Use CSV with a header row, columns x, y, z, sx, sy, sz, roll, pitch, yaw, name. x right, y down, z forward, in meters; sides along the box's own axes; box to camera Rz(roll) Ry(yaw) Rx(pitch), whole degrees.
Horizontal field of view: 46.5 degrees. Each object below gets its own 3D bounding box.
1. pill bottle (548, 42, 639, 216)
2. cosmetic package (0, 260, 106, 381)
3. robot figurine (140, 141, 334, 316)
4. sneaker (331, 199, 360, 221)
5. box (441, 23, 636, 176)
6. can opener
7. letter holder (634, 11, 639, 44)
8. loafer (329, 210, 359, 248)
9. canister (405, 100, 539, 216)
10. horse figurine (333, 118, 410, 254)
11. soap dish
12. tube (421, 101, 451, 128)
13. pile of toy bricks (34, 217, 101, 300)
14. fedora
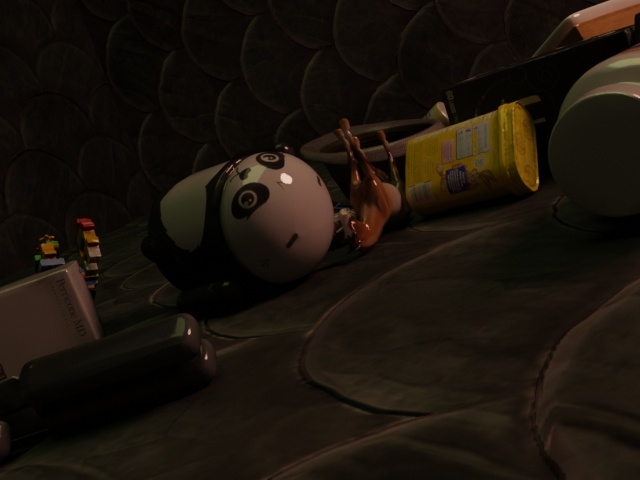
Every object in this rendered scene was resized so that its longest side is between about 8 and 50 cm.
x,y,z,sx,sy,sz,roll,pitch,yaw,name
0.326,-0.117,0.733,0.152,0.152,0.272,-11,12,41,pill bottle
-0.406,0.121,0.951,0.231,0.117,0.085,-22,10,-7,cosmetic package
-0.114,-0.018,0.972,0.278,0.209,0.174,-11,-1,41,robot figurine
-0.028,-0.037,1.168,0.232,0.090,0.081,-13,11,35,sneaker
0.339,-0.189,1.073,0.271,0.165,0.143,-13,11,37,box
-0.227,0.145,0.648,0.281,0.074,0.093,-21,44,1,can opener
0.563,-0.213,0.872,0.302,0.214,0.152,-20,38,36,letter holder
0.000,0.000,1.075,0.125,0.045,0.039,-25,26,9,loafer
0.204,-0.108,1.027,0.170,0.126,0.073,-14,-29,36,canister
0.076,-0.075,1.057,0.066,0.174,0.263,-20,-4,18,horse figurine
0.488,-0.312,1.372,0.229,0.118,0.291,-23,-16,-22,soap dish
0.173,-0.168,1.466,0.070,0.062,0.240,20,-51,-36,tube
-0.391,0.044,1.085,0.118,0.105,0.212,-5,-36,-31,pile of toy bricks
0.108,-0.135,1.352,0.276,0.124,0.244,0,22,40,fedora
